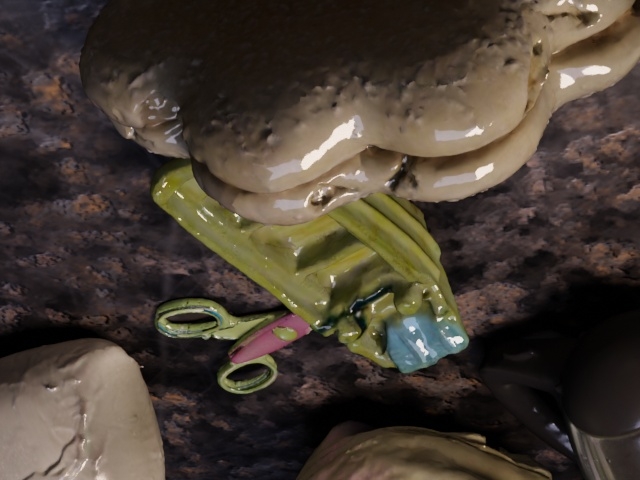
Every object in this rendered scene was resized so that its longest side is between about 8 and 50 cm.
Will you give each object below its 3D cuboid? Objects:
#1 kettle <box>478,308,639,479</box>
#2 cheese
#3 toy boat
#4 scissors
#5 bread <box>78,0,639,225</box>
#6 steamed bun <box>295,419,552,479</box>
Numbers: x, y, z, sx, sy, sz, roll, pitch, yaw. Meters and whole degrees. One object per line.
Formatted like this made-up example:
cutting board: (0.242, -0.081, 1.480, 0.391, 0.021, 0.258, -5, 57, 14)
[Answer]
kettle: (0.288, 0.144, 1.194, 0.207, 0.250, 0.271, -43, 126, 6)
cheese: (-0.223, 0.186, 1.242, 0.198, 0.189, 0.154, -19, 173, 26)
toy boat: (0.001, -0.004, 1.050, 0.111, 0.084, 0.276, -23, 135, 33)
scissors: (-0.033, 0.071, 1.202, 0.187, 0.020, 0.133, -18, 137, 25)
bread: (0.023, -0.099, 0.832, 0.337, 0.183, 0.102, -9, 136, 12)
steamed bun: (0.083, 0.269, 1.329, 0.275, 0.206, 0.320, 0, 147, -27)
